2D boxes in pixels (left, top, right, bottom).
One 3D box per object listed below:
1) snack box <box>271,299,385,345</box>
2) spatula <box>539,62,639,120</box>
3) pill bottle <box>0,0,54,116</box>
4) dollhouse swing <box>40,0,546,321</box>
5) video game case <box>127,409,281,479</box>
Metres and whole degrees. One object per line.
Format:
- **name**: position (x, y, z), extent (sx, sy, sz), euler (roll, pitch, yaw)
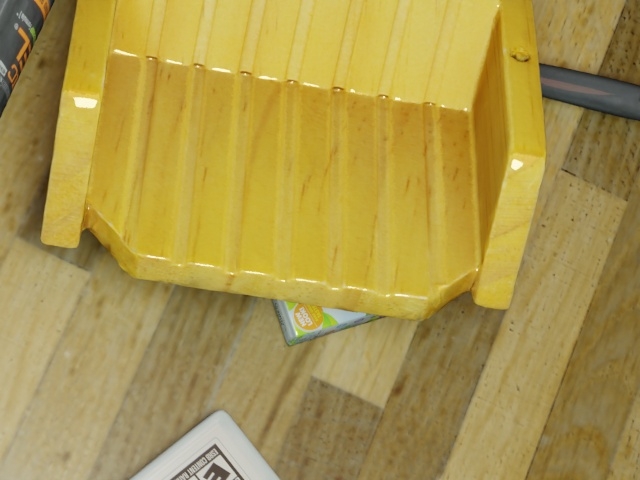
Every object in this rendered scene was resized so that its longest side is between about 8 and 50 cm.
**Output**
- **snack box**: position (0.000, 0.000, 1.519), extent (0.100, 0.037, 0.141), euler (-17, 78, -17)
- **spatula**: position (0.138, -0.136, 1.588), extent (0.296, 0.030, 0.084), euler (11, 75, -3)
- **pill bottle**: position (-0.284, -0.143, 1.440), extent (0.130, 0.130, 0.246), euler (24, 71, -7)
- **dollhouse swing**: position (0.003, -0.171, 1.396), extent (0.347, 0.305, 0.315), euler (10, 43, -8)
- **video game case**: position (-0.104, 0.336, 1.401), extent (0.329, 0.036, 0.300), euler (-38, 86, -21)
